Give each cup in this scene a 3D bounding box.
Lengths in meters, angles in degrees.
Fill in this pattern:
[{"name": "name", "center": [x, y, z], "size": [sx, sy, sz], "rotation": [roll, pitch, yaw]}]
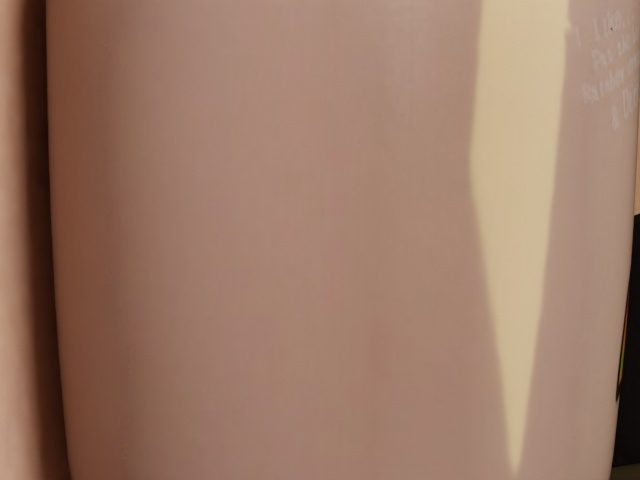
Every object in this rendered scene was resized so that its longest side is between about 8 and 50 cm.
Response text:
[{"name": "cup", "center": [0.000, 0.000, 0.620], "size": [0.253, 0.191, 0.200], "rotation": [-175, -95, -78]}]

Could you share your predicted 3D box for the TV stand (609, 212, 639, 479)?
[{"name": "TV stand", "center": [0.090, 0.059, 0.717], "size": [0.082, 0.269, 0.088], "rotation": [4, 75, -24]}]
